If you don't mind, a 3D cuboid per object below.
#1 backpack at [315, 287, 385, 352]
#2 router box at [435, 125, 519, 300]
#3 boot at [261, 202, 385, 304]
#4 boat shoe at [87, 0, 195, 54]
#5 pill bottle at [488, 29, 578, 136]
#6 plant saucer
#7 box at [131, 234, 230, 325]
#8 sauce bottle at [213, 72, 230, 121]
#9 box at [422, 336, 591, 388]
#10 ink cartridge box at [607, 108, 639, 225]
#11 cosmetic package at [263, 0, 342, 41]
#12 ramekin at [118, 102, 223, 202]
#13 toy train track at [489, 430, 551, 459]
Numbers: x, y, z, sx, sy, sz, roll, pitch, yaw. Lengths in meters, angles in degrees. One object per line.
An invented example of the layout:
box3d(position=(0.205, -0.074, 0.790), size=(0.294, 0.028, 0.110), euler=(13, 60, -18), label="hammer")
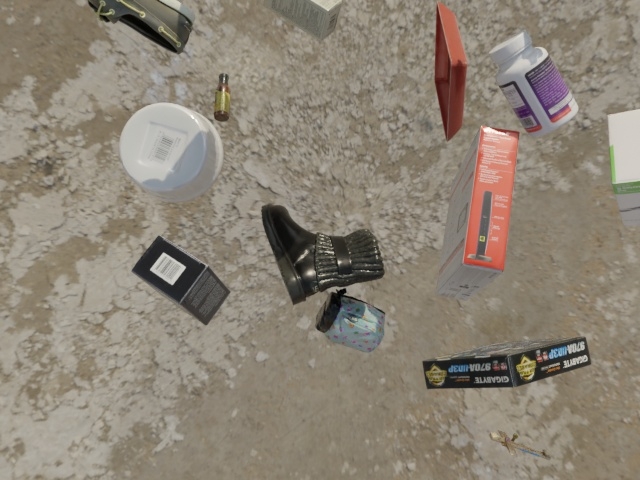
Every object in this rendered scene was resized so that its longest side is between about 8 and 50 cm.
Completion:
box3d(position=(0.087, 0.227, 1.554), size=(0.182, 0.152, 0.115), euler=(22, 49, -9), label="backpack")
box3d(position=(0.342, -0.043, 1.265), size=(0.082, 0.335, 0.301), euler=(10, 75, 5), label="router box")
box3d(position=(0.001, 0.003, 1.504), size=(0.260, 0.131, 0.348), euler=(-20, 53, -6), label="boot")
box3d(position=(-0.401, -0.479, 1.143), size=(0.305, 0.109, 0.091), euler=(16, 86, -39), label="boat shoe")
box3d(position=(0.420, -0.314, 1.129), size=(0.108, 0.108, 0.193), euler=(-35, 103, 3), label="pill bottle")
box3d(position=(0.334, -0.433, 1.453), size=(0.048, 0.258, 0.259), euler=(-5, 54, 7), label="plant saucer")
box3d(position=(-0.327, 0.100, 1.355), size=(0.153, 0.207, 0.108), euler=(30, 75, 16), label="box")
box3d(position=(-0.252, -0.370, 1.457), size=(0.042, 0.042, 0.128), euler=(-1, 69, 3), label="sauce bottle")
box3d(position=(0.308, 0.202, 0.936), size=(0.220, 0.175, 0.051), euler=(-2, 79, -37), label="box")
box3d(position=(0.817, -0.179, 1.450), size=(0.115, 0.273, 0.198), euler=(-6, 65, 31), label="ink cartridge box")
box3d(position=(-0.029, -0.365, 0.868), size=(0.115, 0.060, 0.041), euler=(36, 57, 9), label="cosmetic package")
box3d(position=(-0.421, -0.249, 1.579), size=(0.277, 0.135, 0.277), euler=(0, 88, 2), label="ramekin")
box3d(position=(0.252, 0.255, 0.708), size=(0.083, 0.048, 0.014), euler=(22, 105, -8), label="toy train track")
